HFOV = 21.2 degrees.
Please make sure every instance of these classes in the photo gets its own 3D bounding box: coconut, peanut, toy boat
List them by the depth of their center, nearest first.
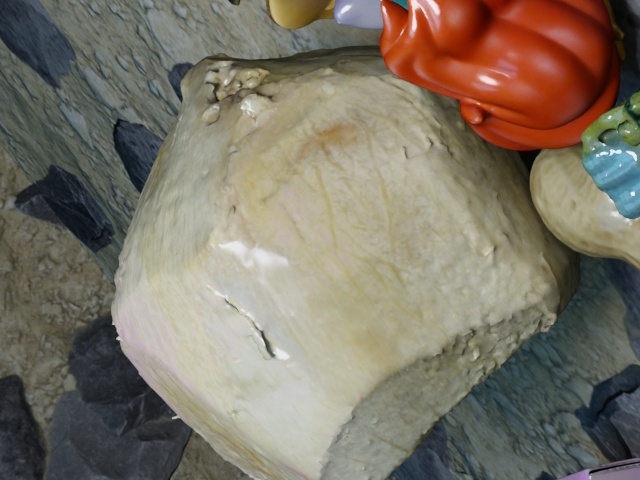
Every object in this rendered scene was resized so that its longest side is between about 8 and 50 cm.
[{"bbox_3d":[0.290,-0.079,1.149,0.111,0.084,0.276,54,155,-10],"label":"toy boat"},{"bbox_3d":[0.254,-0.022,1.323,0.228,0.085,0.104,27,140,45],"label":"peanut"},{"bbox_3d":[0.000,0.000,1.484,0.404,0.404,0.404,43,159,20],"label":"coconut"}]

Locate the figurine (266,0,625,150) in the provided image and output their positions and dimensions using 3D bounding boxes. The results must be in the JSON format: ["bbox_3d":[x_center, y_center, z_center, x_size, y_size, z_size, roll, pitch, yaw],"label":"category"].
[{"bbox_3d":[0.093,-0.179,1.256,0.257,0.181,0.208,33,141,30],"label":"figurine"}]

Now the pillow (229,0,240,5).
[{"bbox_3d":[-0.135,-0.348,1.629,0.212,0.052,0.208,45,158,8],"label":"pillow"}]

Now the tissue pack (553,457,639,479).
[{"bbox_3d":[0.307,0.348,1.711,0.148,0.092,0.246,130,132,-70],"label":"tissue pack"}]
